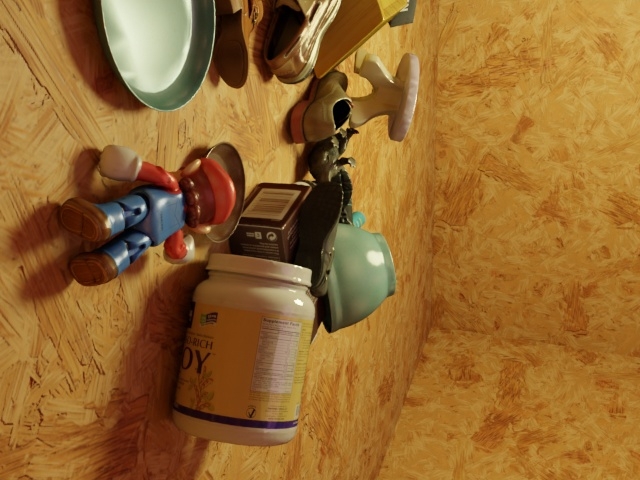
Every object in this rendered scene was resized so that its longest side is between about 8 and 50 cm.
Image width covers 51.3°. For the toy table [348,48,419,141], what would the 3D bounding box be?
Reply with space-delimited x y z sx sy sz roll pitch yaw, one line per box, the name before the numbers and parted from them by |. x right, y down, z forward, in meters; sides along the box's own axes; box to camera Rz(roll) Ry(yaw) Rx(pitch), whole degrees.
toy table | 0.164 -0.408 1.830 0.252 0.161 0.274 114 -16 -51

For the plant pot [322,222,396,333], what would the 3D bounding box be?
plant pot | 0.083 0.081 1.765 0.293 0.196 0.292 167 -90 -81

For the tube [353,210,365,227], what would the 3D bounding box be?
tube | 0.083 -0.030 2.161 0.207 0.052 0.080 -46 129 -51

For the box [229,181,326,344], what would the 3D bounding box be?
box | -0.091 0.074 1.546 0.191 0.143 0.381 -59 148 -51

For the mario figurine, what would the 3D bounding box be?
mario figurine | -0.275 -0.046 1.060 0.320 0.170 0.198 -34 165 -53

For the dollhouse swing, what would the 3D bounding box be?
dollhouse swing | 0.042 -0.654 1.720 0.305 0.315 0.347 49 30 -10

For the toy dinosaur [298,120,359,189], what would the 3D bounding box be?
toy dinosaur | 0.018 -0.232 1.797 0.121 0.160 0.313 36 43 -31

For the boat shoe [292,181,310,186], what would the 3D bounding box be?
boat shoe | -0.070 -0.072 1.677 0.063 0.066 0.184 107 -1 -49

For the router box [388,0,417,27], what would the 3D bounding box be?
router box | 0.213 -0.822 1.935 0.308 0.081 0.242 92 -18 -61

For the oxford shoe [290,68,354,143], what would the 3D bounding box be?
oxford shoe | 0.034 -0.353 1.763 0.348 0.130 0.122 -65 152 -47

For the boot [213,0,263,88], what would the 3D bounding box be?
boot | -0.152 -0.412 1.308 0.152 0.073 0.197 -62 155 -55

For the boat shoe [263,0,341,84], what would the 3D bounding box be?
boat shoe | -0.042 -0.516 1.485 0.120 0.123 0.323 20 85 -61

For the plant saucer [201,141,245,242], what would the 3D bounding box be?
plant saucer | -0.205 -0.096 1.308 0.199 0.036 0.198 7 90 -71

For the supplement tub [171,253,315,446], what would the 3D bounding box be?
supplement tub | -0.141 0.204 1.281 0.241 0.241 0.331 27 70 -70

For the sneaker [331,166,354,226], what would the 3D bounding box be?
sneaker | 0.047 -0.113 1.987 0.106 0.101 0.267 -95 180 -61

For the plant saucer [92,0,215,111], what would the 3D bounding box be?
plant saucer | -0.260 -0.365 1.050 0.318 0.044 0.317 7 90 -71

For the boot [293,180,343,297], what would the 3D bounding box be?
boot | 0.000 0.000 1.484 0.161 0.084 0.246 44 61 -76
